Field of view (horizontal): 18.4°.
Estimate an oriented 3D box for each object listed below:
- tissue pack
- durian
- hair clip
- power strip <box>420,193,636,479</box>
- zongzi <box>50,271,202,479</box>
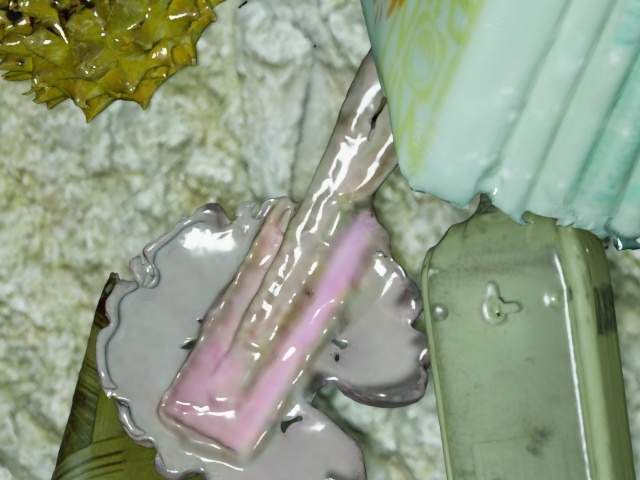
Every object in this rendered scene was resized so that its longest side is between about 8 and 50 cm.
[{"bbox_3d":[0.144,-0.233,0.843,0.162,0.287,0.388,14,122,-14],"label":"tissue pack"},{"bbox_3d":[-0.114,-0.170,1.115,0.140,0.078,0.224,38,104,17],"label":"durian"},{"bbox_3d":[0.002,-0.001,1.051,0.173,0.069,0.300,29,89,10],"label":"hair clip"},{"bbox_3d":[0.116,0.145,1.000,0.092,0.066,0.387,-8,90,24],"label":"power strip"},{"bbox_3d":[-0.036,0.180,1.061,0.286,0.138,0.300,8,83,17],"label":"zongzi"}]
